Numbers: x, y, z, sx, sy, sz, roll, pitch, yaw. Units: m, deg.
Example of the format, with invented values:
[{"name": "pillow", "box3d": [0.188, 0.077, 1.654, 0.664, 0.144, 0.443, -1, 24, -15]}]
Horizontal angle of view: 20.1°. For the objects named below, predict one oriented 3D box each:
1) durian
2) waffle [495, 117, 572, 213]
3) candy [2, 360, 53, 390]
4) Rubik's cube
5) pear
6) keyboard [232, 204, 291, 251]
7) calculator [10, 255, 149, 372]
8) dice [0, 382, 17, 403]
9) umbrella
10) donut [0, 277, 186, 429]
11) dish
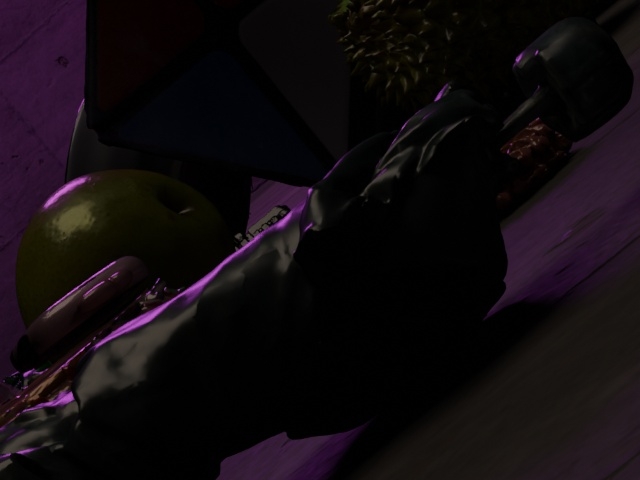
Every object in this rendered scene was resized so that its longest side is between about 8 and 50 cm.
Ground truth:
[{"name": "durian", "box3d": [0.122, -0.195, 1.411, 0.237, 0.176, 0.200, -42, 11, 46]}, {"name": "waffle", "box3d": [0.096, -0.033, 0.970, 0.083, 0.029, 0.075, -43, 5, -12]}, {"name": "candy", "box3d": [-0.186, 0.098, 1.664, 0.203, 0.078, 0.141, -27, 15, -1]}, {"name": "Rubik's cube", "box3d": [-0.034, -0.254, 1.718, 0.310, 0.305, 0.307, -46, -36, -57]}, {"name": "pear", "box3d": [-0.162, 0.048, 1.431, 0.216, 0.180, 0.166, -59, 34, 21]}, {"name": "keyboard", "box3d": [-0.105, 0.055, 1.558, 0.231, 0.023, 0.072, -39, 39, -3]}, {"name": "calculator", "box3d": [-0.166, 0.050, 1.239, 0.103, 0.024, 0.166, -37, -2, -27]}, {"name": "dice", "box3d": [-0.330, 0.196, 1.747, 0.094, 0.091, 0.093, -40, 5, 13]}, {"name": "umbrella", "box3d": [-0.008, 0.039, 0.693, 0.349, 0.094, 0.143, -38, -2, -13]}, {"name": "donut", "box3d": [-0.172, 0.128, 1.185, 0.233, 0.085, 0.199, -38, 4, 15]}, {"name": "dish", "box3d": [-0.148, -0.042, 1.883, 0.106, 0.316, 0.316, 3, 26, 24]}]
